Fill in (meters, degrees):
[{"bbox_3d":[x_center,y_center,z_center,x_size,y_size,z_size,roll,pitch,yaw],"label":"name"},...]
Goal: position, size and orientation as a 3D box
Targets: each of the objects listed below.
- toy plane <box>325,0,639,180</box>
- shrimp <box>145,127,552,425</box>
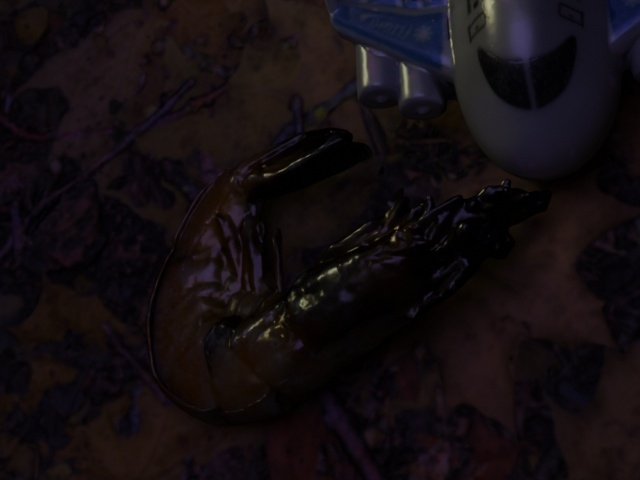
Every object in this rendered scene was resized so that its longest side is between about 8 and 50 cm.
[{"bbox_3d":[0.135,-0.167,1.285,0.267,0.122,0.266,-5,72,15],"label":"toy plane"},{"bbox_3d":[0.003,0.002,1.313,0.289,0.075,0.178,-36,62,20],"label":"shrimp"}]
